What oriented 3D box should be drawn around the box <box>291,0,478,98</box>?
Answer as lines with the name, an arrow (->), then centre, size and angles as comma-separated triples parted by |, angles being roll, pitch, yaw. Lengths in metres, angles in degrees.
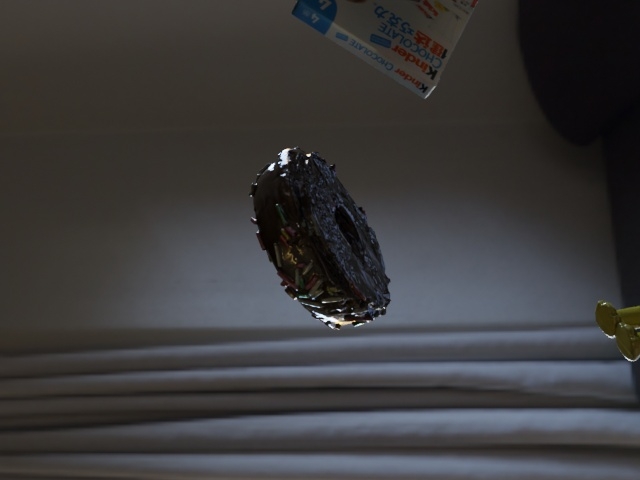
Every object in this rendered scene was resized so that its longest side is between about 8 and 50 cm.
box -> 0.120, -0.409, 1.839 | 0.048, 0.273, 0.265 | -50, 11, 55

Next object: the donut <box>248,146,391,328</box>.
donut -> 0.000, 0.000, 1.450 | 0.269, 0.103, 0.269 | 53, -160, -29

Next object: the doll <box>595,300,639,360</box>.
doll -> 0.571, 0.111, 1.479 | 0.199, 0.363, 0.145 | -115, 23, -52
